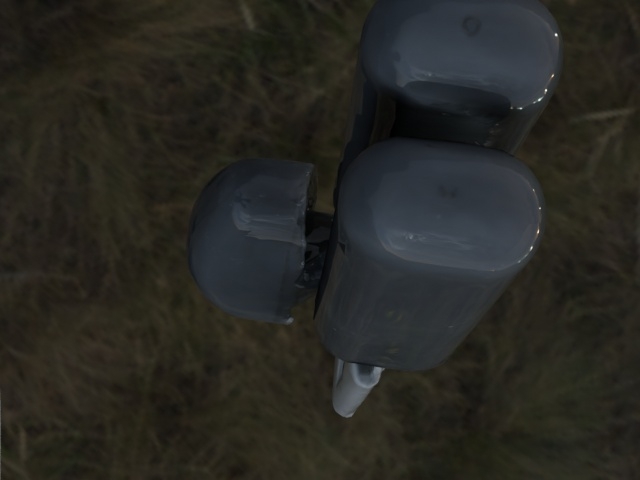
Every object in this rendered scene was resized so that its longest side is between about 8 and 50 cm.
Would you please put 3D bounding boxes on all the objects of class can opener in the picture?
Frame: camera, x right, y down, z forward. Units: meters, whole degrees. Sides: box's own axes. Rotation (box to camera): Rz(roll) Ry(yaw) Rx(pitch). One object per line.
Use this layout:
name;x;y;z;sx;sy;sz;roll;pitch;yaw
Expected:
can opener;0.000;0.000;0.458;0.095;0.283;0.076;9;77;0
